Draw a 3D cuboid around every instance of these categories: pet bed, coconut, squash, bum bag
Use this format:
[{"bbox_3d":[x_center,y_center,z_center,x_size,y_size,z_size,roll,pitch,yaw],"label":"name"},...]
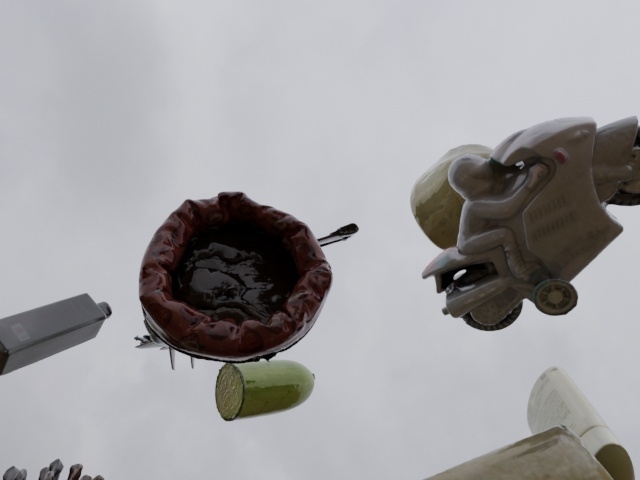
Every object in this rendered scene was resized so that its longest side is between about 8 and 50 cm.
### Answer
[{"bbox_3d":[-0.084,0.031,0.452,0.201,0.201,0.054,20,-41,6],"label":"pet bed"},{"bbox_3d":[0.281,-0.075,0.875,0.224,0.224,0.224,7,-60,13],"label":"coconut"},{"bbox_3d":[-0.118,0.358,1.098,0.247,0.133,0.132,10,-48,-38],"label":"squash"},{"bbox_3d":[0.000,0.000,0.944,0.159,0.109,0.026,-17,-95,-6],"label":"bum bag"}]

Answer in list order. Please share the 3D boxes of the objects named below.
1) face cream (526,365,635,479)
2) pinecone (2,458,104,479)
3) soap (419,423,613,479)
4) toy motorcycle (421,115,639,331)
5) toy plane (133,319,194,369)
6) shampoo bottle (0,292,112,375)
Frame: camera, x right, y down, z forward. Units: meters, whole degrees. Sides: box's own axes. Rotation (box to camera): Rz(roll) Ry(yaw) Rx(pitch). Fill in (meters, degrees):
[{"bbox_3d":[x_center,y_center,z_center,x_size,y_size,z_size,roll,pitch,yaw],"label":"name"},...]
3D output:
[{"bbox_3d":[0.469,0.377,0.838,0.081,0.348,0.174,13,-81,10],"label":"face cream"},{"bbox_3d":[-0.451,0.480,0.720,0.263,0.264,0.264,7,-60,13],"label":"pinecone"},{"bbox_3d":[0.078,0.313,0.251,0.334,0.293,0.156,-22,-49,-1],"label":"soap"},{"bbox_3d":[0.201,-0.027,0.456,0.171,0.110,0.260,39,-62,4],"label":"toy motorcycle"},{"bbox_3d":[-0.367,0.226,1.100,0.222,0.105,0.326,-3,-31,-1],"label":"toy plane"},{"bbox_3d":[-0.535,0.177,0.907,0.080,0.246,0.079,44,-64,13],"label":"shampoo bottle"}]
